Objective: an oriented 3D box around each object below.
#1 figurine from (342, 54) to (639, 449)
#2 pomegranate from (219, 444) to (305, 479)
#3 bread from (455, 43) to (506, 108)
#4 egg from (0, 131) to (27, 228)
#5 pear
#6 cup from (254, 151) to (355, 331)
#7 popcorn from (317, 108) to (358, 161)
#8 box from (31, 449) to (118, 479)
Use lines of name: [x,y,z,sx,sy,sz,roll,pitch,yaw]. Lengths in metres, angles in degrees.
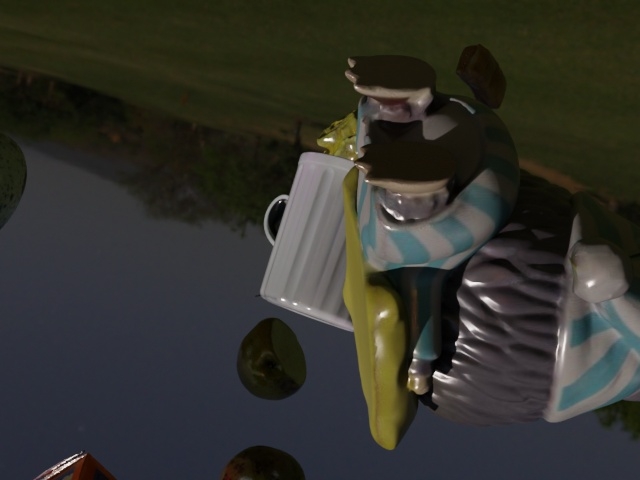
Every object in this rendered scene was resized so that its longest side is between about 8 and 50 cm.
figurine: [0.210,0.002,0.876,0.378,0.266,0.361,-6,142,-4]
pomegranate: [-0.075,0.340,1.318,0.130,0.130,0.130,14,-176,-1]
bread: [0.301,-0.302,1.792,0.053,0.074,0.132,8,155,39]
egg: [-0.384,-0.058,1.021,0.132,0.132,0.172,16,-141,28]
pear: [-0.093,0.210,1.670,0.104,0.141,0.141,-24,174,14]
cup: [0.015,0.005,1.291,0.167,0.202,0.221,21,174,-12]
popcorn: [0.089,-0.140,1.672,0.188,0.185,0.167,12,-170,36]
box: [-0.356,0.555,1.404,0.348,0.319,0.257,49,-165,-20]
